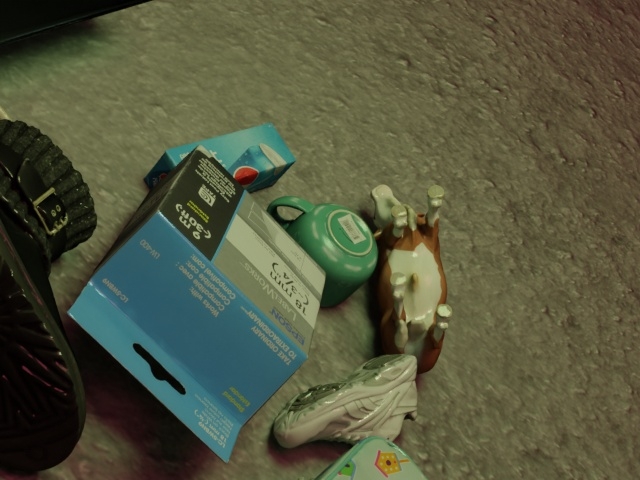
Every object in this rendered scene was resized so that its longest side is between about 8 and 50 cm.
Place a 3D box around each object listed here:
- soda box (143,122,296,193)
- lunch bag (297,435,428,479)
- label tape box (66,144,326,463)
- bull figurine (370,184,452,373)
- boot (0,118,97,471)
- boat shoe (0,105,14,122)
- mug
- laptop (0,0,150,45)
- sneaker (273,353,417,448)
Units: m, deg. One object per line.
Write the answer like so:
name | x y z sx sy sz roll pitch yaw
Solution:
soda box | -0.134 -0.098 1.471 0.210 0.067 0.071 -22 74 -47
lunch bag | 0.069 0.379 1.230 0.279 0.108 0.224 50 44 5
label tape box | -0.121 0.058 1.231 0.240 0.106 0.334 46 21 -14
bull figurine | 0.126 0.036 1.512 0.101 0.188 0.310 -4 62 -4
boot | -0.316 0.045 1.156 0.260 0.131 0.348 -67 141 -76
boat shoe | -0.431 -0.161 1.278 0.079 0.084 0.233 -43 98 -13
mug | 0.003 0.008 1.478 0.157 0.097 0.129 24 46 -25
laptop | -0.494 -0.413 1.376 0.407 0.236 0.382 15 29 29
sneaker | 0.046 0.227 1.351 0.232 0.090 0.115 -19 95 -35
